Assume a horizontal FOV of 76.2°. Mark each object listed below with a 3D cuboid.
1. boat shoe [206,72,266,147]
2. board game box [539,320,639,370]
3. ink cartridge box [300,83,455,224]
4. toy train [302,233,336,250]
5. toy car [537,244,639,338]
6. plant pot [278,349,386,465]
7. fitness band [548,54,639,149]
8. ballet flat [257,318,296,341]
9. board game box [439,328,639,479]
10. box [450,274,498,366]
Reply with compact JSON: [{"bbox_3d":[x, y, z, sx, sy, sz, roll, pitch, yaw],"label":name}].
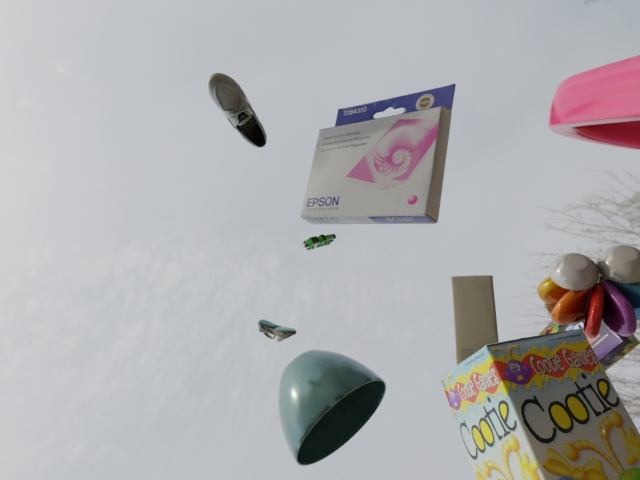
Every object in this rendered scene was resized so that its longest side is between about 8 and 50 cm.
[{"bbox_3d":[-0.204,-0.329,1.055,0.079,0.227,0.081,-38,-128,1],"label":"boat shoe"},{"bbox_3d":[0.581,0.216,0.899,0.048,0.170,0.141,11,-142,-12],"label":"board game box"},{"bbox_3d":[0.123,-0.199,0.933,0.071,0.324,0.330,25,-109,-49],"label":"ink cartridge box"},{"bbox_3d":[0.000,0.000,0.648,0.017,0.024,0.083,59,-151,10],"label":"toy train"},{"bbox_3d":[0.489,0.104,0.711,0.136,0.182,0.159,-87,-19,-47],"label":"toy car"},{"bbox_3d":[0.001,0.406,1.080,0.290,0.290,0.195,-18,-135,-34],"label":"plant pot"},{"bbox_3d":[0.316,-0.101,0.312,0.209,0.291,0.054,9,-79,-3],"label":"fitness band"},{"bbox_3d":[-0.103,0.219,0.971,0.041,0.114,0.041,-16,-70,-53],"label":"ballet flat"},{"bbox_3d":[0.274,0.266,0.475,0.142,0.144,0.275,-5,-122,-14],"label":"board game box"},{"bbox_3d":[0.415,0.235,1.095,0.094,0.113,0.275,34,-124,-65],"label":"box"}]
